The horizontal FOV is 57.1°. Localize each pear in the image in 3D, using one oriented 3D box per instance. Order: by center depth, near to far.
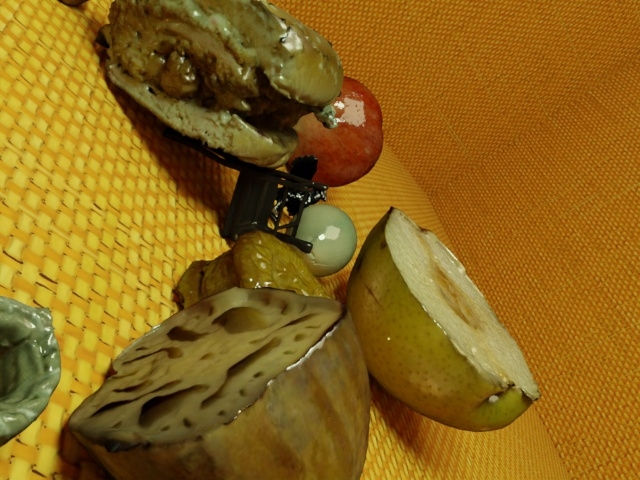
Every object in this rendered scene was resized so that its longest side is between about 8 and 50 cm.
[{"bbox_3d":[0.160,0.144,0.968,0.340,0.191,0.386,32,24,-35],"label":"pear"}]

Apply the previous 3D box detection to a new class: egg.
[{"bbox_3d":[0.000,0.000,0.924,0.114,0.114,0.152,56,15,-1],"label":"egg"}]

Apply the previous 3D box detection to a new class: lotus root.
[{"bbox_3d":[-0.062,0.148,0.445,0.188,0.199,0.180,-34,116,-36],"label":"lotus root"}]

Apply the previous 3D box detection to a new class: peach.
[{"bbox_3d":[0.036,-0.217,1.244,0.256,0.232,0.232,24,33,-32],"label":"peach"}]

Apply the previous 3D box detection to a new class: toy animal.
[{"bbox_3d":[-0.044,-0.072,0.965,0.062,0.108,0.220,61,-14,20],"label":"toy animal"}]

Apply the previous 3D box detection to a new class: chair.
[{"bbox_3d":[-0.115,-0.067,0.813,0.229,0.113,0.106,21,10,14],"label":"chair"}]

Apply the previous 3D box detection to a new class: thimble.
[{"bbox_3d":[-0.197,0.076,0.325,0.084,0.062,0.110,52,17,-11],"label":"thimble"}]

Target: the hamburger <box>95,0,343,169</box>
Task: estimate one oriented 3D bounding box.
[{"bbox_3d":[-0.125,-0.233,0.795,0.318,0.195,0.277,34,14,15],"label":"hamburger"}]

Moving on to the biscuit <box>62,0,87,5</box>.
[{"bbox_3d":[-0.415,-0.450,0.707,0.343,0.057,0.287,26,34,-60],"label":"biscuit"}]

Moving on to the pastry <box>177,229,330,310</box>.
[{"bbox_3d":[-0.057,0.080,0.637,0.189,0.103,0.189,49,17,-21],"label":"pastry"}]
